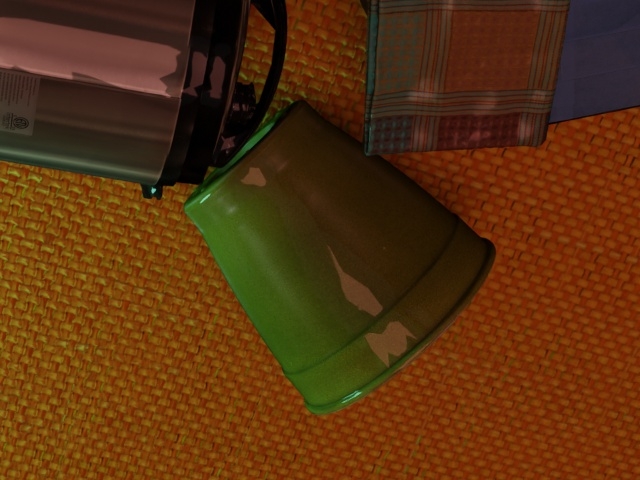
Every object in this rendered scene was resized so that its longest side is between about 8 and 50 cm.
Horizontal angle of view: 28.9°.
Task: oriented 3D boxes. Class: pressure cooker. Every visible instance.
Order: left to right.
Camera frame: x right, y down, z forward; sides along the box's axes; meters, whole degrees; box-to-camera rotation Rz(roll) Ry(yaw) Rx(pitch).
[{"bbox_3d":[-0.257,-0.253,1.615,0.420,0.370,0.375,9,79,-12],"label":"pressure cooker"}]

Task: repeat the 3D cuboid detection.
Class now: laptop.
[{"bbox_3d":[0.506,-0.353,1.702,0.382,0.408,0.236,-12,82,-12],"label":"laptop"}]

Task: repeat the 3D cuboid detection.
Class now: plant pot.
[{"bbox_3d":[0.000,0.000,1.799,0.366,0.366,0.353,-41,101,12],"label":"plant pot"}]

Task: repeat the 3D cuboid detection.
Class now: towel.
[{"bbox_3d":[0.191,-0.279,1.589,0.271,0.040,0.370,-4,123,-10],"label":"towel"}]

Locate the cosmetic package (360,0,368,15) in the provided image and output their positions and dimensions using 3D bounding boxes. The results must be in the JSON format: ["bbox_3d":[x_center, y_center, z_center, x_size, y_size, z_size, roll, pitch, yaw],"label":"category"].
[{"bbox_3d":[0.069,-0.473,1.596,0.161,0.230,0.453,-24,125,4],"label":"cosmetic package"}]
